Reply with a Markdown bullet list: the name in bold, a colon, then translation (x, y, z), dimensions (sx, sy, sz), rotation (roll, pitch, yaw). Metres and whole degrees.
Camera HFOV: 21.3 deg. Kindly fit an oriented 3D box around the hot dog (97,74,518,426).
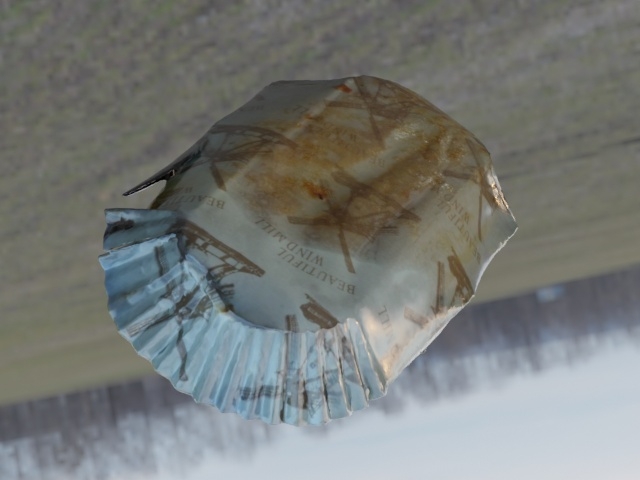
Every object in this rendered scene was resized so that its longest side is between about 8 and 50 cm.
- **hot dog**: translation (0.000, 0.000, 0.849), dimensions (0.162, 0.082, 0.270), rotation (30, -146, 11)
